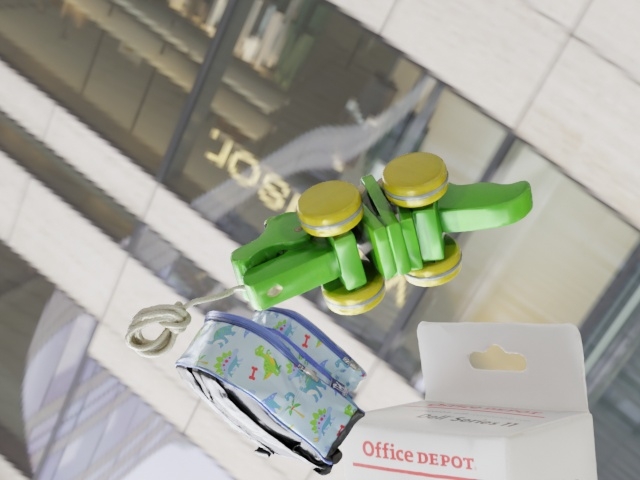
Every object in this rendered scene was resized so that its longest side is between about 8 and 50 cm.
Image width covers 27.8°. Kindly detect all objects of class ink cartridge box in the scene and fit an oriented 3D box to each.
[{"bbox_3d":[0.129,0.251,1.112,0.119,0.353,0.207,-6,-179,-41],"label":"ink cartridge box"}]

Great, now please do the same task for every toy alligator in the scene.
[{"bbox_3d":[0.000,0.000,0.578,0.190,0.056,0.051,-19,-145,-4],"label":"toy alligator"}]

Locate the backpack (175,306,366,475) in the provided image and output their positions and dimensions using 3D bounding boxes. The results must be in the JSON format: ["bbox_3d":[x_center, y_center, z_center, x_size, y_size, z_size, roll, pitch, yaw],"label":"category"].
[{"bbox_3d":[-0.035,0.092,0.879,0.114,0.105,0.084,41,-110,-26],"label":"backpack"}]
